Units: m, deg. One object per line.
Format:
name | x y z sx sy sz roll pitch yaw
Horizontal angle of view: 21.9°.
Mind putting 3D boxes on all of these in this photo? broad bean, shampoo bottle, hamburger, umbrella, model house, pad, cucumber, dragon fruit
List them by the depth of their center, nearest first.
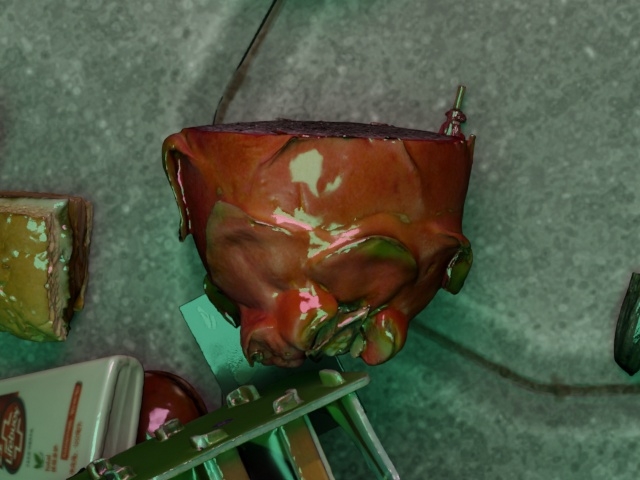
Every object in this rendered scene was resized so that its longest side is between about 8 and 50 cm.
model house | -0.035 0.310 1.452 0.300 0.340 0.324 -25 96 -19
dragon fruit | 0.000 0.000 1.582 0.305 0.305 0.226 1 96 5
shampoo bottle | -0.310 0.186 1.678 0.284 0.071 0.153 1 80 33
cucumber | 0.323 0.086 1.685 0.048 0.048 0.105 18 98 4
hamburger | -0.347 0.019 1.696 0.207 0.135 0.155 9 93 7
umbrella | 0.125 -0.078 1.700 0.027 0.025 0.165 14 98 -15
broad bean | -0.196 0.245 1.704 0.156 0.122 0.228 32 93 8
pad | -0.051 0.126 1.741 0.127 0.004 0.190 -28 92 6
